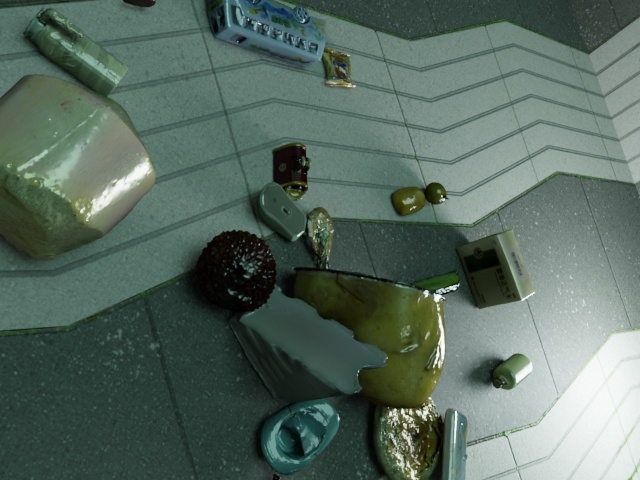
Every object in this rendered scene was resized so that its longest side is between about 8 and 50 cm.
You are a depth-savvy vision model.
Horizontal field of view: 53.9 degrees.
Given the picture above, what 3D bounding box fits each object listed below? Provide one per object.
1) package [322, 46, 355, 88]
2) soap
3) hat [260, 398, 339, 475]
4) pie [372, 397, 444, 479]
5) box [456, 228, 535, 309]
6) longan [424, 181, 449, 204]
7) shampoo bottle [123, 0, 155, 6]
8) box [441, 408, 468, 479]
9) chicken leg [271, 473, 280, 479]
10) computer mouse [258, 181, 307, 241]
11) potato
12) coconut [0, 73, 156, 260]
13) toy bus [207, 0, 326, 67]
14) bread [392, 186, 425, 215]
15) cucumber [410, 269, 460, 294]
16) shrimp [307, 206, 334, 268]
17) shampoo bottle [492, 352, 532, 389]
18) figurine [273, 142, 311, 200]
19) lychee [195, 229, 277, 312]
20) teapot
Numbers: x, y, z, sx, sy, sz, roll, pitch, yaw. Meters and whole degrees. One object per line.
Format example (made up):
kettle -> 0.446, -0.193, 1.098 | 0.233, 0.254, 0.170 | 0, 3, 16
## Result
package -> 0.052, -0.503, 1.844 | 0.108, 0.031, 0.120 | 3, 73, -39
soap -> -0.038, 0.205, 1.356 | 0.159, 0.302, 0.257 | -30, 92, -38
hat -> -0.052, 0.434, 1.411 | 0.191, 0.078, 0.138 | -30, 89, -22
pie -> 0.232, 0.500, 1.632 | 0.274, 0.055, 0.274 | 19, 61, -39
box -> 0.544, 0.090, 1.952 | 0.095, 0.168, 0.212 | -17, 86, -43
longan -> 0.361, -0.143, 1.942 | 0.075, 0.083, 0.075 | -32, 135, -39
shampoo bottle -> -0.401, -0.671, 1.503 | 0.153, 0.071, 0.284 | 18, 63, -32
box -> 0.356, 0.602, 1.678 | 0.142, 0.044, 0.285 | 41, 51, -52
chicken leg -> -0.137, 0.553, 1.304 | 0.234, 0.063, 0.105 | -2, 71, -39
computer mouse -> -0.097, -0.067, 1.555 | 0.181, 0.056, 0.089 | 45, 61, -32
potato -> 0.115, 0.239, 1.491 | 0.397, 0.290, 0.295 | 14, 79, -24
coconut -> -0.466, -0.143, 1.139 | 0.297, 0.297, 0.309 | 46, 53, -18
toy bus -> -0.140, -0.568, 1.666 | 0.330, 0.109, 0.135 | 8, 81, -37
bread -> 0.269, -0.121, 1.874 | 0.115, 0.056, 0.082 | -12, 82, -41
cucumber -> 0.363, 0.134, 1.862 | 0.220, 0.070, 0.046 | -12, 113, -39
shrimp -> 0.000, 0.000, 1.612 | 0.099, 0.041, 0.180 | 20, 67, -56
shampoo bottle -> 0.580, 0.411, 1.932 | 0.162, 0.079, 0.079 | -21, 89, -41
figurine -> -0.060, -0.173, 1.596 | 0.082, 0.098, 0.154 | 13, 64, -40
lychee -> -0.181, 0.061, 1.370 | 0.188, 0.188, 0.188 | 14, 66, -35
teapot -> -0.502, -0.396, 1.302 | 0.200, 0.107, 0.077 | 35, 58, -25
